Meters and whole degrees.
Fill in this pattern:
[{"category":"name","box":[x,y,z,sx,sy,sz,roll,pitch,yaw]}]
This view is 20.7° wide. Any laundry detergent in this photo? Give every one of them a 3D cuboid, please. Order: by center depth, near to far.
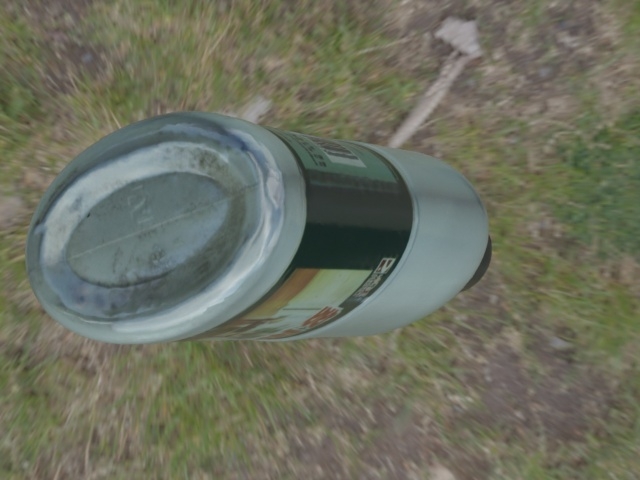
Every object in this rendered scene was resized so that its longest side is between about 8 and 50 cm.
[{"category":"laundry detergent","box":[0.000,0.000,0.629,0.099,0.225,0.070,-28,76,25]}]
